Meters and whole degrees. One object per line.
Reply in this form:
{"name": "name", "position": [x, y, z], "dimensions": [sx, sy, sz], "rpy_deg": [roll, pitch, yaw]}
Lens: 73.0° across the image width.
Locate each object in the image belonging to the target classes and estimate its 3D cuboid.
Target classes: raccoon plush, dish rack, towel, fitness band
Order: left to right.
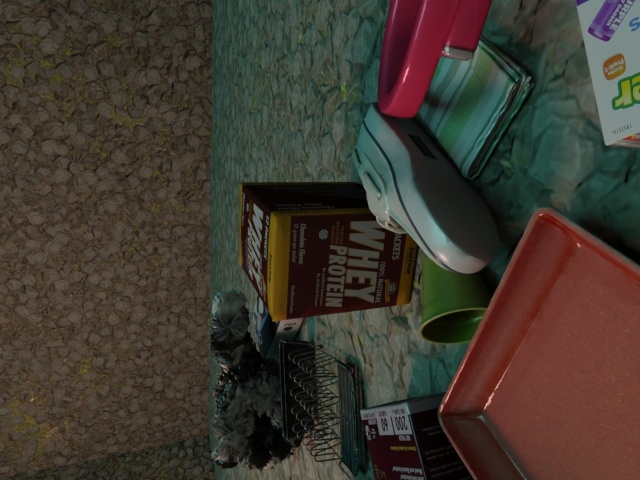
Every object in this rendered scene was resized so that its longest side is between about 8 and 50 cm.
{"name": "raccoon plush", "position": [-0.166, 0.349, 1.079], "dimensions": [0.299, 0.216, 0.446], "rpy_deg": [147, 122, -72]}
{"name": "dish rack", "position": [-0.006, 0.306, 0.815], "dimensions": [0.271, 0.074, 0.208], "rpy_deg": [176, 90, -68]}
{"name": "fitness band", "position": [0.111, -0.260, 0.398], "dimensions": [0.209, 0.054, 0.291], "rpy_deg": [-89, 10, -63]}
{"name": "towel", "position": [0.141, -0.152, 0.448], "dimensions": [0.113, 0.023, 0.152], "rpy_deg": [110, 149, -43]}

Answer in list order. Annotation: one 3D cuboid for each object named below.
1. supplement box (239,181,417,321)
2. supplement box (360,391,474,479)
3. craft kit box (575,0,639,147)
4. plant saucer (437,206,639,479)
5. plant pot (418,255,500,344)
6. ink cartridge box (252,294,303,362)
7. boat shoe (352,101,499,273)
{"name": "supplement box", "position": [0.000, 0.000, 0.597], "dimensions": [0.194, 0.191, 0.129], "rpy_deg": [-141, 51, -61]}
{"name": "supplement box", "position": [0.125, 0.302, 0.481], "dimensions": [0.130, 0.073, 0.239], "rpy_deg": [128, 134, -59]}
{"name": "craft kit box", "position": [0.228, -0.199, 0.182], "dimensions": [0.250, 0.061, 0.246], "rpy_deg": [153, 110, -67]}
{"name": "plant saucer", "position": [0.204, 0.147, 0.297], "dimensions": [0.259, 0.048, 0.258], "rpy_deg": [-122, 36, -50]}
{"name": "plant pot", "position": [0.134, 0.051, 0.434], "dimensions": [0.083, 0.083, 0.079], "rpy_deg": [117, 156, -52]}
{"name": "ink cartridge box", "position": [-0.104, 0.167, 1.065], "dimensions": [0.332, 0.065, 0.165], "rpy_deg": [114, 147, -47]}
{"name": "boat shoe", "position": [0.092, -0.052, 0.467], "dimensions": [0.088, 0.096, 0.267], "rpy_deg": [-60, 35, 34]}
